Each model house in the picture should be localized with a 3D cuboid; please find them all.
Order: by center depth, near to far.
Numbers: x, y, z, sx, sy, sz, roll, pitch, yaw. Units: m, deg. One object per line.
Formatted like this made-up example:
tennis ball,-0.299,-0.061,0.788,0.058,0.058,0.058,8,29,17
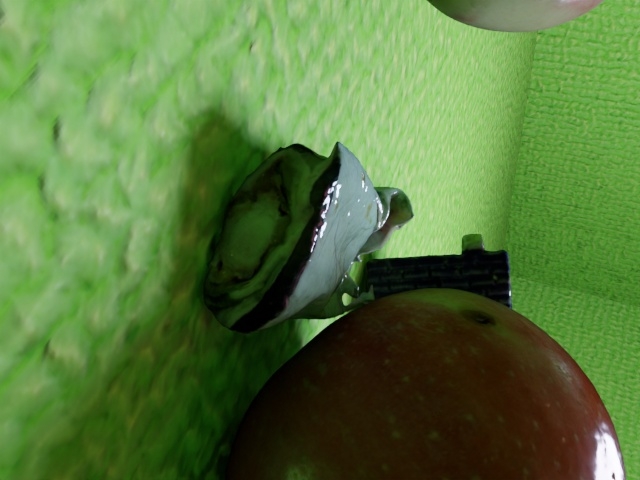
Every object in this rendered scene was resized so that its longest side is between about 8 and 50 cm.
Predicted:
model house,0.154,0.090,0.872,0.170,0.194,0.211,-68,152,-62

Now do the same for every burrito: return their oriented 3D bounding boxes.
burrito,0.000,0.000,0.524,0.144,0.089,0.229,-62,161,5

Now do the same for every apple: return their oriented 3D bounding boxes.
apple,0.086,0.212,0.550,0.348,0.277,0.348,-30,146,-23

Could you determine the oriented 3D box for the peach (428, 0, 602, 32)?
peach,0.186,-0.328,0.561,0.292,0.247,0.292,-11,105,-47
